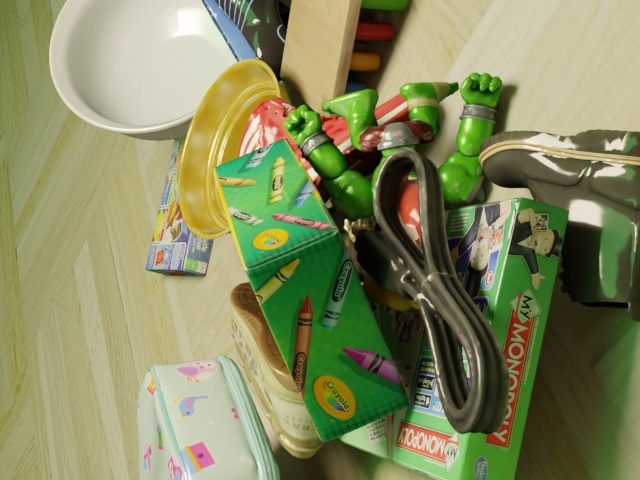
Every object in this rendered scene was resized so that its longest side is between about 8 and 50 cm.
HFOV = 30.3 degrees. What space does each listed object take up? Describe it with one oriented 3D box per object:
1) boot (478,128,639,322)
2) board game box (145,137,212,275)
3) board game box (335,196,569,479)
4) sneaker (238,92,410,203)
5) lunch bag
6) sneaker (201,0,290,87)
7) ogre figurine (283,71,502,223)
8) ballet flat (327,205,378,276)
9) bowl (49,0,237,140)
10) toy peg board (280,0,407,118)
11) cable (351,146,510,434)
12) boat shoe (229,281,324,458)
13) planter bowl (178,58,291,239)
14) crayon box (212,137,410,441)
[{"bbox_3d":[0.186,-0.014,0.926,0.198,0.077,0.137,4,85,62],"label":"boot"},{"bbox_3d":[-0.179,-0.053,1.620,0.136,0.035,0.201,-1,75,60],"label":"board game box"},{"bbox_3d":[0.093,0.082,0.989,0.317,0.046,0.213,172,111,-74],"label":"board game box"},{"bbox_3d":[-0.002,-0.117,1.209,0.221,0.087,0.128,-33,69,19],"label":"sneaker"},{"bbox_3d":[-0.110,0.275,1.189,0.224,0.108,0.279,-121,28,-47],"label":"lunch bag"},{"bbox_3d":[-0.092,-0.292,1.471,0.090,0.081,0.232,-29,70,-2],"label":"sneaker"},{"bbox_3d":[0.071,-0.082,1.088,0.097,0.197,0.118,136,126,-79],"label":"ogre figurine"},{"bbox_3d":[0.000,0.000,1.254,0.250,0.058,0.084,-16,62,57],"label":"ballet flat"},{"bbox_3d":[-0.201,-0.247,1.594,0.298,0.134,0.298,-6,65,13],"label":"bowl"},{"bbox_3d":[0.028,-0.232,1.326,0.161,0.079,0.160,-129,44,-57],"label":"toy peg board"},{"bbox_3d":[0.094,0.027,0.882,0.287,0.072,0.139,51,125,58],"label":"cable"},{"bbox_3d":[-0.041,0.116,1.197,0.285,0.104,0.089,-111,27,-71],"label":"boat shoe"},{"bbox_3d":[-0.074,-0.096,1.392,0.217,0.090,0.217,-28,54,47],"label":"planter bowl"},{"bbox_3d":[-0.016,0.031,1.027,0.278,0.081,0.165,-118,4,-68],"label":"crayon box"}]
